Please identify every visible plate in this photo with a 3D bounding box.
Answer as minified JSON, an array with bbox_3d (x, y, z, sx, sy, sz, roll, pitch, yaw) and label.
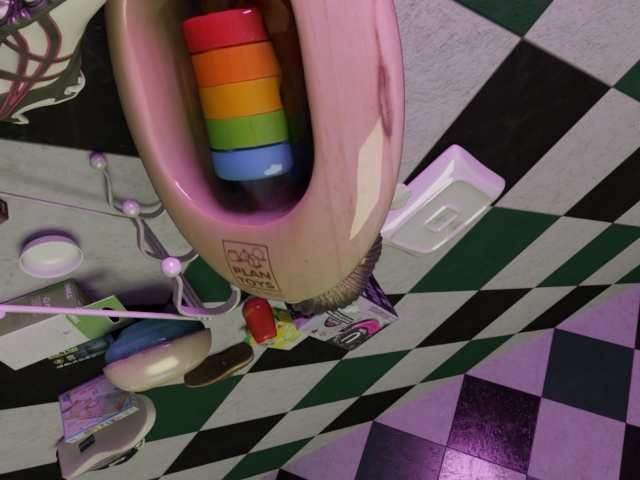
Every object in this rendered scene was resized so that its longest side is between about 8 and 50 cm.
[{"bbox_3d":[0.254,-0.060,1.134,0.277,0.045,0.278,-44,146,23],"label":"plate"}]

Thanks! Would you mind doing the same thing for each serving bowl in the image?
[{"bbox_3d":[-0.395,0.019,0.765,0.083,0.027,0.083,-20,148,-13],"label":"serving bowl"}]

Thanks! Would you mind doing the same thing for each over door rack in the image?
[{"bbox_3d":[-0.271,-0.002,0.602,0.324,0.239,0.108,-1,127,-46],"label":"over door rack"}]

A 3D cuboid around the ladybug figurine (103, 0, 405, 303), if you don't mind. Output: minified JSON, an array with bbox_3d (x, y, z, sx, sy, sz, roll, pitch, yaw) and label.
[{"bbox_3d":[-0.052,-0.149,0.518,0.162,0.305,0.449,-40,130,-52],"label":"ladybug figurine"}]

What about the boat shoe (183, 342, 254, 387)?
[{"bbox_3d":[-0.242,0.313,1.274,0.178,0.064,0.060,-24,147,-11],"label":"boat shoe"}]

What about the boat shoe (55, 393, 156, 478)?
[{"bbox_3d":[-0.482,0.468,1.280,0.340,0.127,0.158,-32,156,22],"label":"boat shoe"}]

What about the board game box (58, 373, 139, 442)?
[{"bbox_3d":[-0.470,0.343,1.105,0.154,0.103,0.026,-26,149,-3],"label":"board game box"}]

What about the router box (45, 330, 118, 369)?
[{"bbox_3d":[-0.442,0.184,0.958,0.122,0.038,0.092,-18,147,-16],"label":"router box"}]

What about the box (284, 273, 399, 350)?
[{"bbox_3d":[0.032,0.117,1.104,0.142,0.163,0.247,-37,147,13],"label":"box"}]

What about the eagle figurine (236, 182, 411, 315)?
[{"bbox_3d":[-0.004,-0.001,0.857,0.226,0.298,0.225,16,180,-8],"label":"eagle figurine"}]

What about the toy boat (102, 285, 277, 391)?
[{"bbox_3d":[-0.244,0.165,0.988,0.318,0.148,0.267,-20,175,-11],"label":"toy boat"}]

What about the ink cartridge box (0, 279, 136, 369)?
[{"bbox_3d":[-0.431,0.130,0.864,0.209,0.062,0.109,-21,148,-11],"label":"ink cartridge box"}]

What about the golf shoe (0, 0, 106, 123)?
[{"bbox_3d":[-0.257,-0.197,0.479,0.273,0.105,0.120,-21,160,24],"label":"golf shoe"}]

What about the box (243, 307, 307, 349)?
[{"bbox_3d":[-0.100,0.216,1.264,0.105,0.043,0.179,-39,149,18],"label":"box"}]

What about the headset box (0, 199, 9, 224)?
[{"bbox_3d":[-0.439,-0.035,0.648,0.062,0.032,0.083,-31,147,5],"label":"headset box"}]
